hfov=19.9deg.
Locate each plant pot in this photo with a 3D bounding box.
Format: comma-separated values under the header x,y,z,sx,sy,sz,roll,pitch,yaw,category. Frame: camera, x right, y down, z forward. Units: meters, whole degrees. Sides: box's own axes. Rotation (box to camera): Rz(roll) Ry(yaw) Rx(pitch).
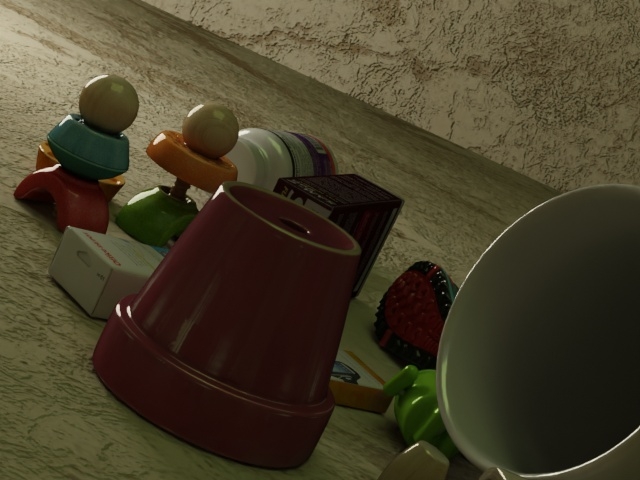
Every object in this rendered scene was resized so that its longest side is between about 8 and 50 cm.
x,y,z,sx,sy,sz,roll,pitch,yaw,category
-0.061,0.059,1.494,0.201,0.180,0.201,24,12,-5,plant pot

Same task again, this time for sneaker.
x,y,z,sx,sy,sz,roll,pitch,yaw,category
0.150,0.121,1.918,0.125,0.104,0.262,39,7,-36,sneaker

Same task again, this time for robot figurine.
x,y,z,sx,sy,sz,roll,pitch,yaw,category
0.103,0.159,1.671,0.101,0.067,0.115,34,10,-13,robot figurine

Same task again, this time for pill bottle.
x,y,z,sx,sy,sz,roll,pitch,yaw,category
-0.066,-0.082,2.218,0.108,0.108,0.193,32,14,24,pill bottle

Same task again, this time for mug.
x,y,z,sx,sy,sz,roll,pitch,yaw,category
0.295,0.114,1.627,0.328,0.276,0.374,35,23,-37,mug

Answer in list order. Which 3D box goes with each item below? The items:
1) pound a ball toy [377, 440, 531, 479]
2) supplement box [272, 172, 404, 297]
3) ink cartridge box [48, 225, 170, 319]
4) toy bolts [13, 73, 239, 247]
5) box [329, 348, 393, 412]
x,y,z,sx,sy,sz,roll,pitch,yaw,category
0.212,0.246,1.383,0.319,0.136,0.208,24,13,-14,pound a ball toy
0.000,0.000,1.969,0.073,0.130,0.239,29,12,16,supplement box
-0.173,0.037,1.653,0.122,0.052,0.088,16,16,-43,ink cartridge box
-0.213,-0.102,1.889,0.218,0.158,0.228,32,14,26,toy bolts
-0.004,0.123,1.702,0.136,0.028,0.081,13,18,-39,box
